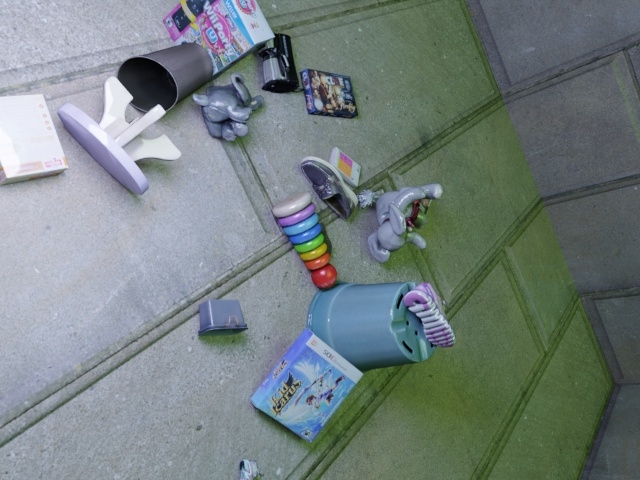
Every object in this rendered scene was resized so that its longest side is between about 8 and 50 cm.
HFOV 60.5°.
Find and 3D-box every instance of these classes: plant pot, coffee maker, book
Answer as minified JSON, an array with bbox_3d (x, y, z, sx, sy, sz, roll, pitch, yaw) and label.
[{"bbox_3d":[0.189,0.283,1.820,0.341,0.334,0.341,13,71,-42],"label":"plant pot"},{"bbox_3d":[-0.143,-0.612,1.907,0.171,0.120,0.178,1,78,-68],"label":"coffee maker"},{"bbox_3d":[0.095,-0.280,2.093,0.144,0.035,0.096,34,54,-34],"label":"book"}]

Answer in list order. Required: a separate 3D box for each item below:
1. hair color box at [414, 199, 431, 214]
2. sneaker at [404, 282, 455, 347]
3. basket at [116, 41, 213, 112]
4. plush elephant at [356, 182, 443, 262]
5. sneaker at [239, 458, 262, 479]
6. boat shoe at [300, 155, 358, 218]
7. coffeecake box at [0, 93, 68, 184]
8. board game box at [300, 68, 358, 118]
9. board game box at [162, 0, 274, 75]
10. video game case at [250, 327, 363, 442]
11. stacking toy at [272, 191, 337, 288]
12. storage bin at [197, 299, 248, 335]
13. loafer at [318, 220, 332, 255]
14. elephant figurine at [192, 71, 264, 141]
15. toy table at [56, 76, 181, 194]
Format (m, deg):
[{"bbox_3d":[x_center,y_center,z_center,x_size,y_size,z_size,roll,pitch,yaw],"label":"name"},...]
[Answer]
[{"bbox_3d":[0.434,-0.158,2.384,0.072,0.043,0.141,47,50,-24],"label":"hair color box"},{"bbox_3d":[0.354,0.225,1.699,0.236,0.095,0.104,57,40,-16],"label":"sneaker"},{"bbox_3d":[-0.419,-0.470,1.549,0.227,0.204,0.154,-52,143,-50],"label":"basket"},{"bbox_3d":[0.304,-0.061,2.085,0.330,0.272,0.255,6,58,-14],"label":"plush elephant"},{"bbox_3d":[-0.195,0.670,1.546,0.069,0.038,0.098,19,66,-39],"label":"sneaker"},{"bbox_3d":[0.031,-0.184,1.957,0.285,0.103,0.092,45,47,-34],"label":"boat shoe"},{"bbox_3d":[-0.697,-0.236,1.276,0.142,0.068,0.185,-21,94,-46],"label":"coffeecake box"},{"bbox_3d":[0.036,-0.559,2.102,0.243,0.042,0.165,-8,84,-45],"label":"board game box"},{"bbox_3d":[-0.303,-0.621,1.599,0.097,0.303,0.224,-40,107,-43],"label":"board game box"},{"bbox_3d":[-0.036,0.443,1.666,0.244,0.061,0.269,43,81,-27],"label":"video game case"},{"bbox_3d":[-0.031,0.010,1.829,0.141,0.141,0.330,-41,113,-42],"label":"stacking toy"},{"bbox_3d":[-0.279,0.215,1.556,0.135,0.098,0.091,5,65,-44],"label":"storage bin"},{"bbox_3d":[0.000,0.000,1.914,0.056,0.050,0.148,-30,116,-41],"label":"loafer"},{"bbox_3d":[-0.277,-0.438,1.708,0.169,0.186,0.239,8,53,2],"label":"elephant figurine"},{"bbox_3d":[-0.494,-0.267,1.380,0.161,0.252,0.274,-50,127,-23],"label":"toy table"}]
